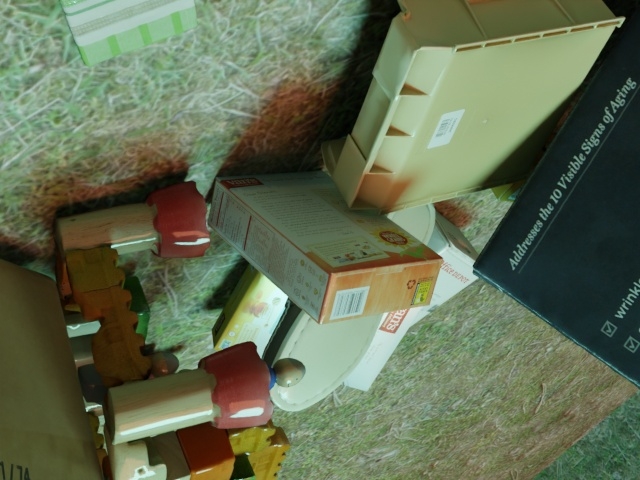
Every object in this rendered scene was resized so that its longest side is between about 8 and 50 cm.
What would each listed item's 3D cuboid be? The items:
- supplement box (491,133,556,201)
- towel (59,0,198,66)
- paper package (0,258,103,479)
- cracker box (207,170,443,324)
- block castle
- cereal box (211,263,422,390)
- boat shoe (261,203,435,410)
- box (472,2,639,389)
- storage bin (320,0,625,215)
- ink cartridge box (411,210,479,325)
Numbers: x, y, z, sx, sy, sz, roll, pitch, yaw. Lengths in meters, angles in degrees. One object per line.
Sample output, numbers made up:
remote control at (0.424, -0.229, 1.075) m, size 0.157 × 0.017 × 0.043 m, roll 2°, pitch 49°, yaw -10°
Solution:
supplement box at (0.321, -0.099, 1.447) m, size 0.233 × 0.078 × 0.080 m, roll 6°, pitch 139°, yaw -47°
towel at (-0.164, -0.216, 0.858) m, size 0.113 × 0.023 × 0.152 m, roll -21°, pitch 153°, yaw -11°
paper package at (-0.374, 0.159, 0.941) m, size 0.168 × 0.309 × 0.325 m, roll -25°, pitch 158°, yaw 14°
cracker box at (0.000, 0.000, 1.136) m, size 0.156 × 0.232 × 0.067 m, roll -6°, pitch 122°, yaw -37°
block castle at (-0.180, 0.178, 1.194) m, size 0.213 × 0.303 × 0.453 m, roll -10°, pitch 146°, yaw -23°
cereal box at (-0.003, 0.103, 1.378) m, size 0.240 × 0.047 × 0.173 m, roll 18°, pitch 119°, yaw -22°
boat shoe at (0.019, 0.061, 1.260) m, size 0.324 × 0.097 × 0.116 m, roll -56°, pitch 131°, yaw -17°
box at (0.517, -0.033, 1.150) m, size 0.479 × 0.472 × 0.297 m, roll -59°, pitch 158°, yaw 15°
storage bin at (0.151, -0.170, 1.122) m, size 0.260 × 0.123 × 0.262 m, roll -14°, pitch 149°, yaw -27°
ink cartridge box at (0.112, 0.056, 1.487) m, size 0.218 × 0.092 × 0.158 m, roll -36°, pitch 151°, yaw 15°
